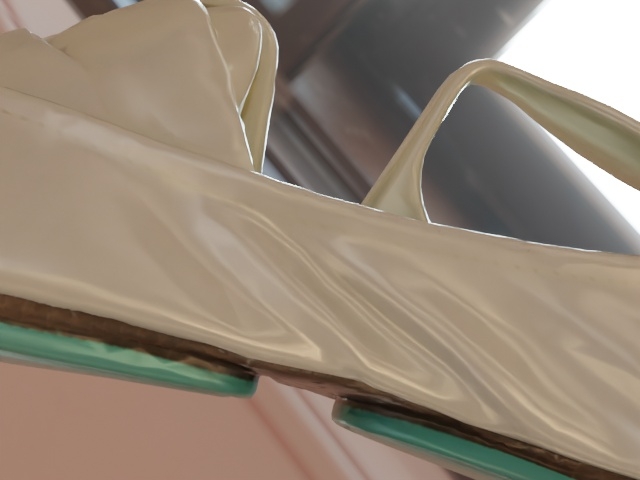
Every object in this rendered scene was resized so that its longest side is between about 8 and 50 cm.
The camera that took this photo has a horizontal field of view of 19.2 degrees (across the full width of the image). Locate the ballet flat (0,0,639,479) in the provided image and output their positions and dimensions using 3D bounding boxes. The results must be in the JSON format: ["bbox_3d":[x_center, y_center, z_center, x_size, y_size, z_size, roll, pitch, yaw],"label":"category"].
[{"bbox_3d":[0.000,0.000,0.559,0.400,0.139,0.139,16,-43,-9],"label":"ballet flat"}]
